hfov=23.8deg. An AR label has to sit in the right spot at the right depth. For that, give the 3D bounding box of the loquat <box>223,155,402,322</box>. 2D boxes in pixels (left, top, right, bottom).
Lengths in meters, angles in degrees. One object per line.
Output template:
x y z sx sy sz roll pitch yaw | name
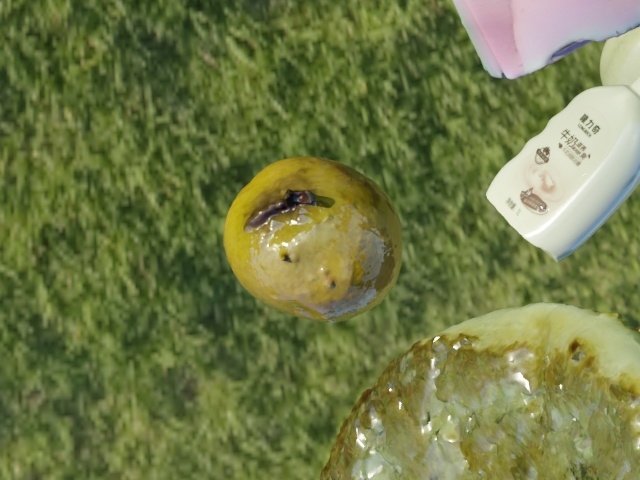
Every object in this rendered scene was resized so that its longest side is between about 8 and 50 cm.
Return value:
0.000 0.000 1.431 0.204 0.172 0.149 20 90 -60 | loquat

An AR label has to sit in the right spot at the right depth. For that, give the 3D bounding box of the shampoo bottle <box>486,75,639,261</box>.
0.174 -0.061 0.929 0.152 0.077 0.045 -46 136 11 | shampoo bottle

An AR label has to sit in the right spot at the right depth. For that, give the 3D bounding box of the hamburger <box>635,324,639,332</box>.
0.363 0.153 1.522 0.144 0.259 0.283 27 175 2 | hamburger

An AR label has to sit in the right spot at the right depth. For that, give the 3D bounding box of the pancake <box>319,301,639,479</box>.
0.070 0.141 0.552 0.037 0.253 0.253 7 135 -32 | pancake

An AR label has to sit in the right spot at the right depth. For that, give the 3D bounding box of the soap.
0.303 -0.280 1.536 0.324 0.193 0.109 -29 102 -6 | soap

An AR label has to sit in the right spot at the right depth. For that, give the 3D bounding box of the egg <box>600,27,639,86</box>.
0.394 -0.215 1.823 0.114 0.114 0.152 -6 148 -6 | egg
